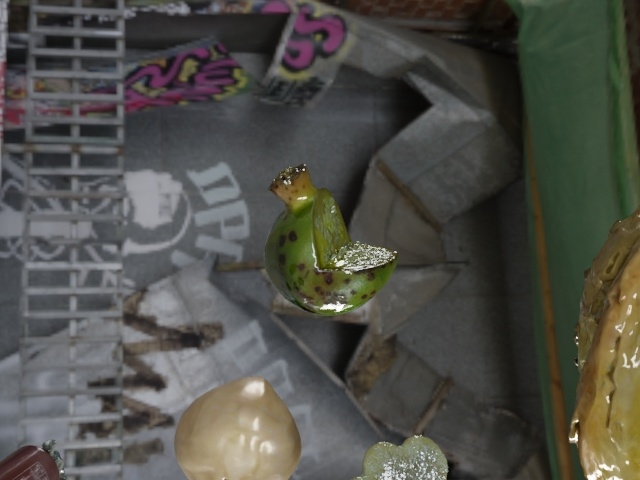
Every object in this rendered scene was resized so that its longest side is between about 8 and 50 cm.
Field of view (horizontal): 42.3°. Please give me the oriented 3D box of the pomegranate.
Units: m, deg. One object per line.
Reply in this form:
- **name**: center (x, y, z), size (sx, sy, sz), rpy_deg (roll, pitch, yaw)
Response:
- **pomegranate**: center (-0.007, 0.010, 0.902), size (0.122, 0.169, 0.143), rpy_deg (-45, -168, 27)

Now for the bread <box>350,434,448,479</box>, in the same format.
- **bread**: center (0.142, 0.522, 1.625), size (0.056, 0.207, 0.287), rpy_deg (118, -21, -70)

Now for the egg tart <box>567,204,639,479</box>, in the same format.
- **egg tart**: center (0.282, 0.054, 0.570), size (0.120, 0.314, 0.315), rpy_deg (-132, -138, -56)

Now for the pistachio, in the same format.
- **pistachio**: center (-0.130, 0.303, 1.268), size (0.299, 0.187, 0.188), rpy_deg (135, -47, -66)

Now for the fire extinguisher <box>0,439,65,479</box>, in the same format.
- **fire extinguisher**: center (-0.485, 0.393, 1.274), size (0.269, 0.104, 0.105), rpy_deg (-35, 132, -64)
